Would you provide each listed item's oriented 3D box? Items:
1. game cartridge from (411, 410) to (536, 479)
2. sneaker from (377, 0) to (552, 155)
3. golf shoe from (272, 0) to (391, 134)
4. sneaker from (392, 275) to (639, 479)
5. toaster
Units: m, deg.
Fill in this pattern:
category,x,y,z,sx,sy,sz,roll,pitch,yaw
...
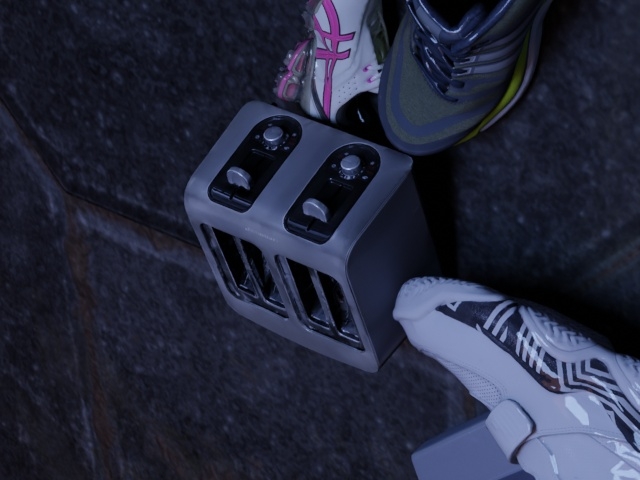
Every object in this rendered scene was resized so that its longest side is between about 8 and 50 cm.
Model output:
category,x,y,z,sx,sy,sz,roll,pitch,yaw
game cartridge,0.202,0.267,1.581,0.297,0.062,0.198,58,146,0
sneaker,0.097,-0.160,1.352,0.111,0.121,0.300,46,140,16
golf shoe,0.027,-0.154,1.484,0.086,0.067,0.186,33,145,8
sneaker,0.175,0.172,1.409,0.366,0.137,0.210,27,94,29
toaster,0.000,0.000,1.542,0.168,0.110,0.185,23,150,32
